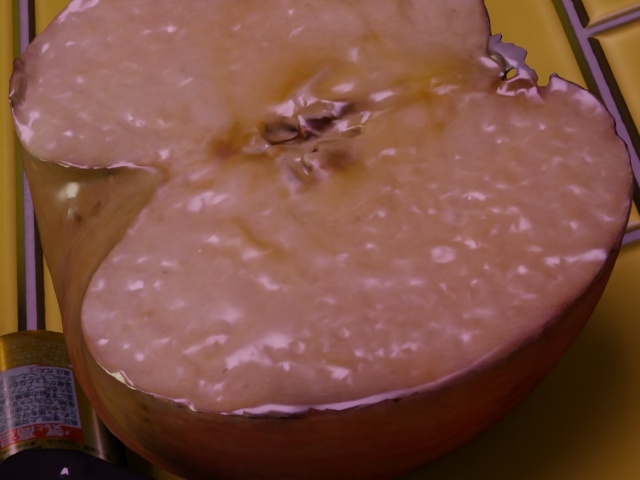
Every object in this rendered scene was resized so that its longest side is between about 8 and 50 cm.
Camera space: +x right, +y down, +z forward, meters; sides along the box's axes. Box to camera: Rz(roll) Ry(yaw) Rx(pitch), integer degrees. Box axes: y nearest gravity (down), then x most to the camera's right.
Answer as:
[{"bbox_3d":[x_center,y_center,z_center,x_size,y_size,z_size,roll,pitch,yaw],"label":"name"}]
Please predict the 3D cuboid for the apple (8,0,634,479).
[{"bbox_3d":[0.000,0.000,0.881,0.251,0.163,0.293,-18,53,-7],"label":"apple"}]

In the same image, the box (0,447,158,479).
[{"bbox_3d":[-0.084,0.217,0.643,0.211,0.058,0.350,19,35,9],"label":"box"}]

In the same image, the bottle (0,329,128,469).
[{"bbox_3d":[-0.114,0.160,0.829,0.082,0.082,0.286,-22,40,4],"label":"bottle"}]
